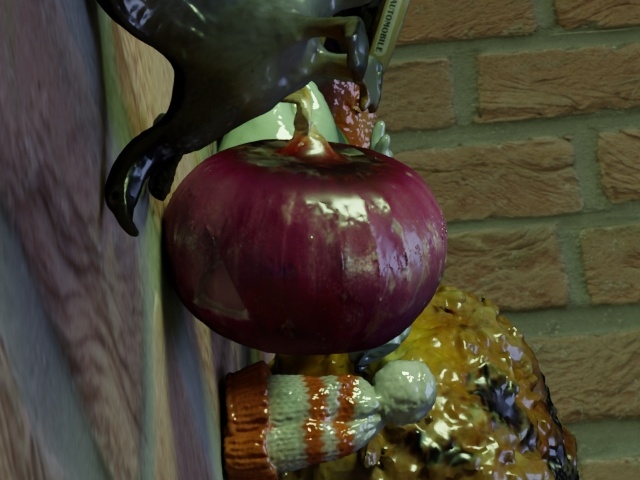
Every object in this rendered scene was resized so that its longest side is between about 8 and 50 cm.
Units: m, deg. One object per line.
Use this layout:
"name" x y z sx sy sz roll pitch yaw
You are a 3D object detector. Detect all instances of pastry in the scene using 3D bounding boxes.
"pastry" 0.094 0.233 1.706 0.337 0.292 0.405 -72 152 -81

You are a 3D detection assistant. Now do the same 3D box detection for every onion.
"onion" -0.009 -0.001 1.204 0.177 0.177 0.153 -91 -156 -57

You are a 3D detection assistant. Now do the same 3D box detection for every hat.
"hat" 0.008 0.131 1.455 0.112 0.162 0.093 -97 -179 -78

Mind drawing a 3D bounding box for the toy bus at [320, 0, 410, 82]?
"toy bus" 0.004 -0.243 1.687 0.289 0.157 0.139 -89 -164 -68

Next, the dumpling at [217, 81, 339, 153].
"dumpling" -0.032 -0.018 1.457 0.149 0.105 0.216 79 7 -66

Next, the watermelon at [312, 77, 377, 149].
"watermelon" -0.011 -0.074 1.746 0.063 0.119 0.245 -120 -133 -74

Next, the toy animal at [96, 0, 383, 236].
"toy animal" -0.051 -0.090 0.997 0.272 0.160 0.197 72 14 -47

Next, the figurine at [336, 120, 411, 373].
"figurine" -0.003 0.004 1.578 0.193 0.140 0.265 83 1 -58
